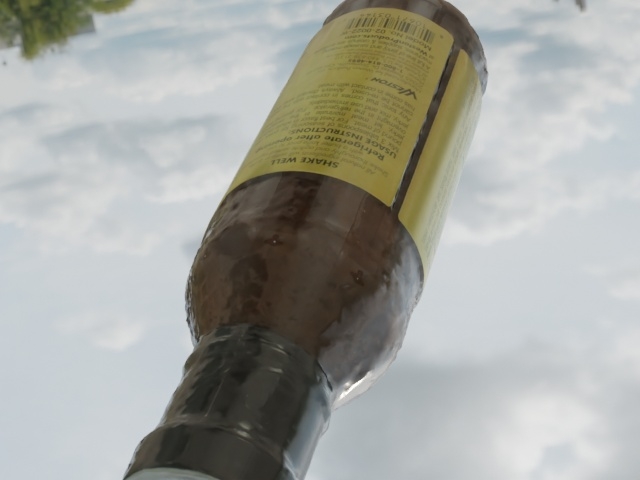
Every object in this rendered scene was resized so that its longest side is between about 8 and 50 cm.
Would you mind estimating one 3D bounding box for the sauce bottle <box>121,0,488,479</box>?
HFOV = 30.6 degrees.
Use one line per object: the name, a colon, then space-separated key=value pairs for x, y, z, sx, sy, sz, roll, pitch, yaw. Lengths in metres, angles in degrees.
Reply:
sauce bottle: x=0.000 y=0.000 z=0.570 sx=0.111 sy=0.111 sz=0.344 roll=-3 pitch=-143 yaw=25
